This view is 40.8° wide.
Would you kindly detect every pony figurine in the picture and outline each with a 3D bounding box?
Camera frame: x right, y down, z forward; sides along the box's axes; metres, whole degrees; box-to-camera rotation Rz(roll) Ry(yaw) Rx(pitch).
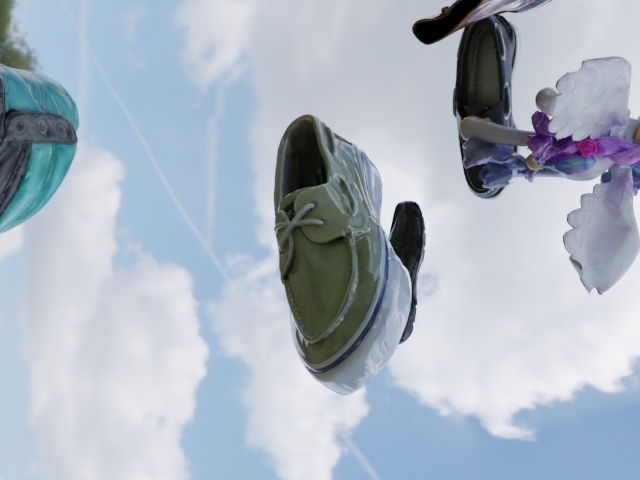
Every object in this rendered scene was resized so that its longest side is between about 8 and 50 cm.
[{"bbox_3d":[0.378,-0.125,1.197,0.363,0.351,0.303,16,-58,51],"label":"pony figurine"}]

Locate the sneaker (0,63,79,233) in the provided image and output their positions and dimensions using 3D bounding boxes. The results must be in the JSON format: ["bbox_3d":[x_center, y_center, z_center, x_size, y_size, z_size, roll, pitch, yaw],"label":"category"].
[{"bbox_3d":[-0.222,-0.101,0.513,0.124,0.178,0.295,31,-61,16],"label":"sneaker"}]

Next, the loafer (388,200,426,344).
[{"bbox_3d":[0.105,0.041,1.267,0.076,0.078,0.223,135,-33,-68],"label":"loafer"}]

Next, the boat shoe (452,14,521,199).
[{"bbox_3d":[0.264,-0.218,1.413,0.114,0.091,0.302,0,-88,36],"label":"boat shoe"}]

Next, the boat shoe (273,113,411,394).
[{"bbox_3d":[0.000,0.000,0.723,0.109,0.094,0.302,-39,-151,21],"label":"boat shoe"}]

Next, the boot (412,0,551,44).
[{"bbox_3d":[0.289,-0.372,1.162,0.264,0.280,0.096,-15,-81,53],"label":"boot"}]
